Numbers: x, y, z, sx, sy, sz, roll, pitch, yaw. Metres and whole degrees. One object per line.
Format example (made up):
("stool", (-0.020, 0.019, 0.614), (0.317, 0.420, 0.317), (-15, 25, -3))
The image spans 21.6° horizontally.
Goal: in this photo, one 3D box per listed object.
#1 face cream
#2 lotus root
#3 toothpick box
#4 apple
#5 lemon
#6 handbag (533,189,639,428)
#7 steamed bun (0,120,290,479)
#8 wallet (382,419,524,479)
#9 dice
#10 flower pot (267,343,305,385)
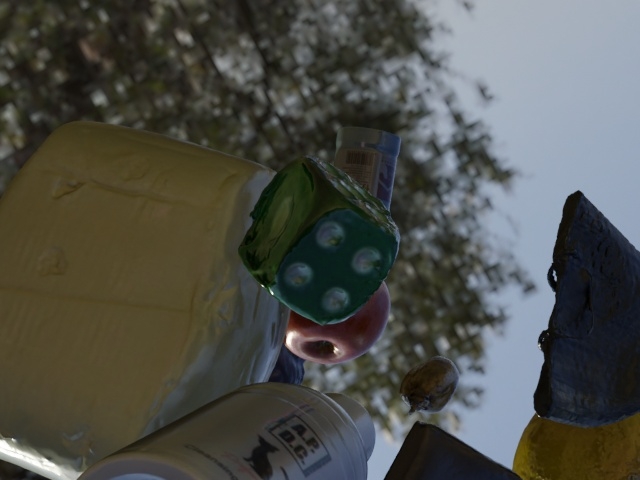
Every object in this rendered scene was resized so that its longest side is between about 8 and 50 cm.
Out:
("face cream", (-0.043, 0.176, 1.237), (0.145, 0.145, 0.369), (-25, 180, 24))
("lotus root", (0.142, 0.188, 2.164), (0.072, 0.063, 0.152), (-19, -170, 26))
("toothpick box", (0.063, -0.087, 2.546), (0.101, 0.153, 0.101), (9, 174, 1))
("apple", (0.016, 0.101, 2.368), (0.163, 0.163, 0.139), (-21, -145, 43))
("lemon", (0.371, 0.323, 2.259), (0.235, 0.263, 0.236), (-16, 173, -2))
("handbag", (0.309, 0.093, 1.936), (0.088, 0.175, 0.270), (-3, -113, 36))
("steamed bun", (-0.228, 0.101, 2.108), (0.371, 0.290, 0.456), (16, -107, 23))
("wallet", (0.102, 0.325, 1.751), (0.250, 0.149, 0.044), (-61, -171, -5))
("dice", (0.000, 0.000, 1.707), (0.128, 0.120, 0.131), (-52, -152, 12))
("flower pot", (-0.181, 0.181, 2.595), (0.266, 0.267, 0.267), (-25, 180, 26))
